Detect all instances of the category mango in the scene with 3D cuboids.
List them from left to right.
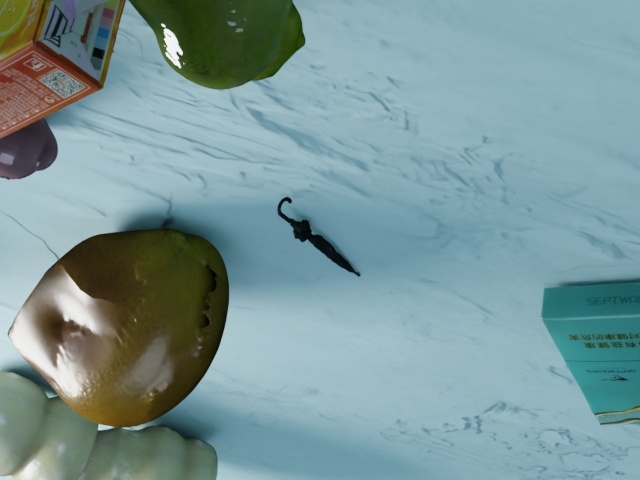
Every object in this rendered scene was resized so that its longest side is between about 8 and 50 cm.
[{"bbox_3d":[-0.174,0.082,1.552,0.136,0.166,0.236,-20,155,-50],"label":"mango"}]

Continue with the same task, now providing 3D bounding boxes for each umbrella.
[{"bbox_3d":[-0.002,0.004,1.488,0.022,0.022,0.149,20,162,41],"label":"umbrella"}]

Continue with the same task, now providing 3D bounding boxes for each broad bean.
[{"bbox_3d":[-0.080,-0.174,1.142,0.124,0.082,0.174,-1,150,22],"label":"broad bean"}]

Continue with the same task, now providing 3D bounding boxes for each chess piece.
[{"bbox_3d":[-0.284,0.252,1.876,0.299,0.167,0.167,27,146,-21],"label":"chess piece"}]

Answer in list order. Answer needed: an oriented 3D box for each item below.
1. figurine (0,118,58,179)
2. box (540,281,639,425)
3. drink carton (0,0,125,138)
[{"bbox_3d":[-0.263,-0.085,1.363,0.083,0.071,0.067,9,108,-21],"label":"figurine"},{"bbox_3d":[0.318,0.110,1.556,0.162,0.041,0.229,-4,147,24],"label":"box"},{"bbox_3d":[-0.252,-0.134,1.247,0.223,0.096,0.071,-19,140,39],"label":"drink carton"}]
